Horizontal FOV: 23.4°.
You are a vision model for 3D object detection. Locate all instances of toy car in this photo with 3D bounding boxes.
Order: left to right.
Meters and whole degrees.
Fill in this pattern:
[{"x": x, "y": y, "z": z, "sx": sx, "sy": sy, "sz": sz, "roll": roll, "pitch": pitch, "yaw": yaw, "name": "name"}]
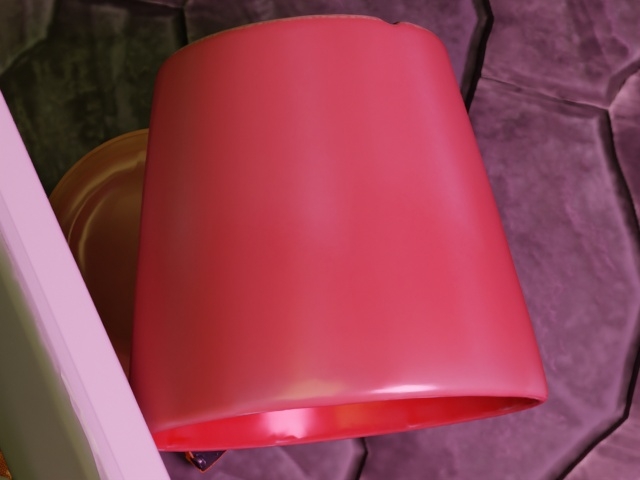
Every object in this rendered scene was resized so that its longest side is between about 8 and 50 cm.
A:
[{"x": -0.113, "y": 0.164, "z": 1.100, "sx": 0.040, "sy": 0.060, "sz": 0.122, "roll": 24, "pitch": 76, "yaw": 44, "name": "toy car"}]

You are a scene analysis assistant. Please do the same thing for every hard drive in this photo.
[{"x": -0.170, "y": 0.104, "z": 0.979, "sx": 0.047, "sy": 0.233, "sz": 0.353, "roll": -18, "pitch": 71, "yaw": -24, "name": "hard drive"}]

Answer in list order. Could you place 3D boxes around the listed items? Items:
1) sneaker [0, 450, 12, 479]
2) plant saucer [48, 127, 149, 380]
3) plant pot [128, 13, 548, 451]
[{"x": -0.271, "y": 0.148, "z": 1.131, "sx": 0.175, "sy": 0.064, "sz": 0.067, "roll": 14, "pitch": 62, "yaw": 6, "name": "sneaker"}, {"x": -0.120, "y": 0.011, "z": 1.136, "sx": 0.200, "sy": 0.037, "sz": 0.200, "roll": -1, "pitch": 80, "yaw": 9, "name": "plant saucer"}, {"x": 0.000, "y": 0.000, "z": 0.997, "sx": 0.275, "sy": 0.275, "sz": 0.243, "roll": -7, "pitch": 79, "yaw": 7, "name": "plant pot"}]
